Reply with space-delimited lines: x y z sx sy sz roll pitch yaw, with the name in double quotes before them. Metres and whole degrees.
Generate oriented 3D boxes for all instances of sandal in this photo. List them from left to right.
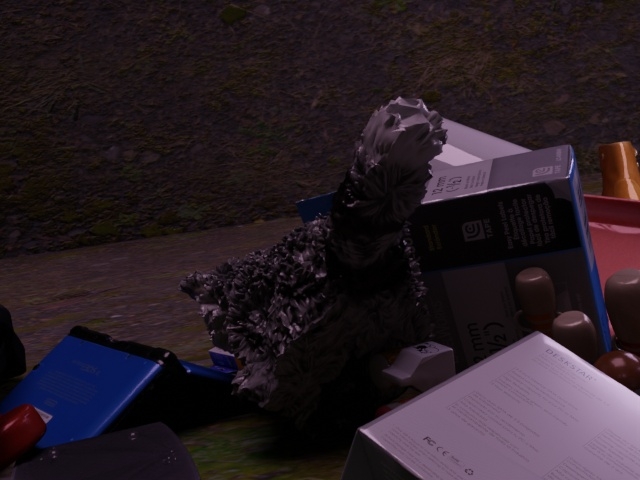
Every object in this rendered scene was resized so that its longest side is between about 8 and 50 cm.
"sandal" -0.493 0.161 1.307 0.168 0.107 0.446 -7 -18 -5

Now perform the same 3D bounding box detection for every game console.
"game console" -0.244 0.214 1.239 0.250 0.173 0.293 -48 27 -25

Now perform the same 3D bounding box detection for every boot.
"boot" 0.566 -0.077 1.777 0.104 0.211 0.295 -8 9 8

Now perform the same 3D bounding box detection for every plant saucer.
"plant saucer" 0.393 0.044 1.292 0.258 0.047 0.259 10 48 38

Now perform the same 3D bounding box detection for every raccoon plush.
"raccoon plush" 0.000 0.000 1.101 0.216 0.446 0.299 9 27 -36

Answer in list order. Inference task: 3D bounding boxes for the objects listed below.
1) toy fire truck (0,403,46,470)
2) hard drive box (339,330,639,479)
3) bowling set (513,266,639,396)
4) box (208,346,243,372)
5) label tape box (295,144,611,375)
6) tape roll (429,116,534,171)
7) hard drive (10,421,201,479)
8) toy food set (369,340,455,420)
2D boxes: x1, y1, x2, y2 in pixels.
"toy fire truck" -0.459 0.211 1.003 0.254 0.169 0.302 -38 12 -35
"hard drive box" 0.152 0.174 0.666 0.181 0.089 0.232 35 34 32
"bowling set" 0.309 0.135 0.969 0.287 0.154 0.200 0 30 35
"box" -0.102 0.156 1.420 0.136 0.028 0.081 -25 14 -32
"label tape box" 0.155 0.045 1.162 0.348 0.249 0.115 -11 24 18
"tape roll" 0.193 -0.034 1.334 0.169 0.246 0.246 24 21 21
"hard drive" -0.206 0.243 0.910 0.172 0.054 0.255 -10 8 -17
"toy food set" 0.092 0.170 0.916 0.105 0.111 0.232 -12 12 -25
